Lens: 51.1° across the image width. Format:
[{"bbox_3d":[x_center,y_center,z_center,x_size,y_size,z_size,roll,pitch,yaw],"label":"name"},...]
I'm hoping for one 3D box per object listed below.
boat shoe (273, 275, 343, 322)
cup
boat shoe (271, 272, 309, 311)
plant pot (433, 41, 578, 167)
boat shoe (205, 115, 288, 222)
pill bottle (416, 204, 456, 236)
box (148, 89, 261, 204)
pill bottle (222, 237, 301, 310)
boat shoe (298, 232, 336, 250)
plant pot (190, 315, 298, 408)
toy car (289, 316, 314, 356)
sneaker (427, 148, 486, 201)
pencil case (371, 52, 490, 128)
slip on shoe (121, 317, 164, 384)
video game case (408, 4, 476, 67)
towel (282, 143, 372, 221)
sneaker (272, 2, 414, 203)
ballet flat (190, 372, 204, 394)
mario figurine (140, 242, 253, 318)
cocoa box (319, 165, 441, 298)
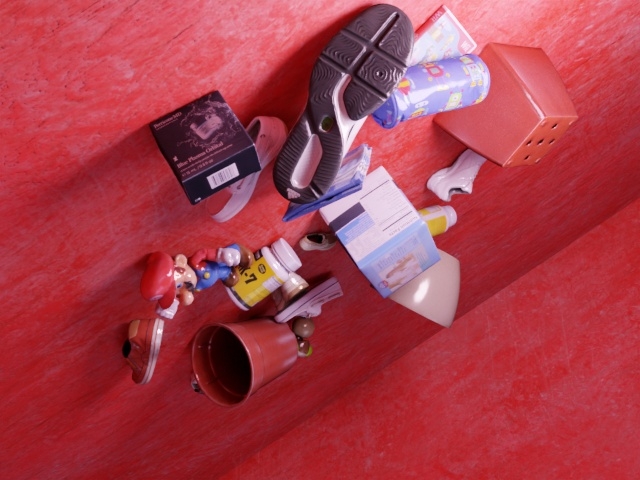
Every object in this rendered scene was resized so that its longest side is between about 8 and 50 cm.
[{"bbox_3d":[-0.034,0.215,2.237,0.267,0.088,0.096,-32,-178,-35],"label":"boat shoe"},{"bbox_3d":[0.380,0.141,2.448,0.237,0.331,0.331,-62,152,0],"label":"cup"},{"bbox_3d":[-0.109,0.145,2.082,0.109,0.098,0.302,-36,174,-14],"label":"boat shoe"},{"bbox_3d":[0.520,-0.342,1.801,0.267,0.236,0.267,-10,146,-41],"label":"plant pot"},{"bbox_3d":[-0.185,-0.160,1.461,0.096,0.098,0.277,7,124,-54],"label":"boat shoe"},{"bbox_3d":[0.369,-0.062,2.266,0.184,0.103,0.103,-17,150,-30],"label":"pill bottle"},{"bbox_3d":[-0.223,-0.181,1.298,0.156,0.158,0.093,-30,155,-10],"label":"box"},{"bbox_3d":[-0.164,0.093,1.893,0.208,0.119,0.119,-37,154,6],"label":"pill bottle"},{"bbox_3d":[0.000,0.000,2.003,0.135,0.050,0.045,-11,152,-39],"label":"boat shoe"},{"bbox_3d":[-0.229,0.369,2.164,0.265,0.272,0.272,-12,148,-52],"label":"plant pot"},{"bbox_3d":[-0.081,0.313,2.415,0.188,0.149,0.155,-65,156,-2],"label":"toy car"},{"bbox_3d":[0.458,-0.203,2.109,0.232,0.115,0.090,-38,154,9],"label":"sneaker"},{"bbox_3d":[0.247,-0.343,1.553,0.306,0.119,0.133,-21,143,-26],"label":"pencil case"},{"bbox_3d":[-0.513,0.314,1.906,0.101,0.123,0.331,11,145,-13],"label":"slip on shoe"},{"bbox_3d":[0.227,-0.404,1.592,0.285,0.025,0.204,-43,153,18],"label":"video game case"},{"bbox_3d":[0.018,-0.140,1.568,0.209,0.034,0.285,-24,-161,17],"label":"towel"},{"bbox_3d":[0.030,-0.296,1.456,0.447,0.169,0.257,-58,-171,5],"label":"sneaker"},{"bbox_3d":[-0.417,0.490,2.358,0.079,0.077,0.221,-3,146,-15],"label":"ballet flat"},{"bbox_3d":[-0.305,0.108,1.685,0.320,0.170,0.198,-14,114,-50],"label":"mario figurine"},{"bbox_3d":[0.187,-0.013,1.992,0.231,0.228,0.347,-35,154,3],"label":"cocoa box"}]
